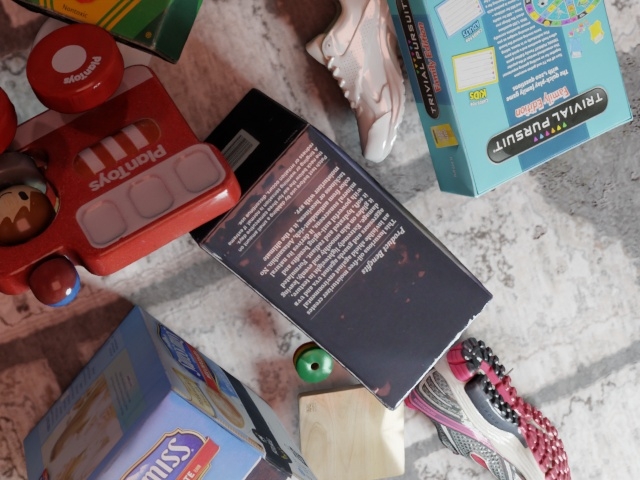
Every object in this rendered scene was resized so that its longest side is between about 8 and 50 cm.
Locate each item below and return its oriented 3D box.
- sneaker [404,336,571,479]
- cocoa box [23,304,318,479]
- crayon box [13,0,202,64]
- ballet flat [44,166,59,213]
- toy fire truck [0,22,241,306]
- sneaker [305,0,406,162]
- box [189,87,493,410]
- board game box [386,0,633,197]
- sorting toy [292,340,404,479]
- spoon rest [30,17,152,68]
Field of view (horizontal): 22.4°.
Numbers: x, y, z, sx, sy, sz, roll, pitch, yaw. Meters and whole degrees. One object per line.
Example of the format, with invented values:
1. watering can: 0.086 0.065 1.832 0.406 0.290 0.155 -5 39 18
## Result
1. sneaker: 0.223 0.252 2.052 0.112 0.121 0.299 -28 111 25
2. cocoa box: -0.176 0.261 1.823 0.228 0.347 0.231 39 92 -18
3. crayon box: -0.194 -0.375 1.746 0.202 0.081 0.319 21 89 17
4. ballet flat: -0.432 -0.004 1.834 0.348 0.123 0.123 -21 107 -7
5. toy fire truck: -0.263 -0.060 1.676 0.302 0.254 0.169 -29 143 -9
6. sneaker: 0.040 -0.207 1.912 0.115 0.090 0.232 -3 95 -6
7. box: 0.000 0.000 1.833 0.294 0.296 0.183 43 90 -20
8. board game box: 0.214 -0.254 1.896 0.253 0.079 0.336 -26 110 -26
9. sorting toy: 0.035 0.243 2.022 0.132 0.046 0.275 -8 113 -12
10. spoon rest: -0.220 -0.261 1.826 0.137 0.084 0.276 40 96 15
